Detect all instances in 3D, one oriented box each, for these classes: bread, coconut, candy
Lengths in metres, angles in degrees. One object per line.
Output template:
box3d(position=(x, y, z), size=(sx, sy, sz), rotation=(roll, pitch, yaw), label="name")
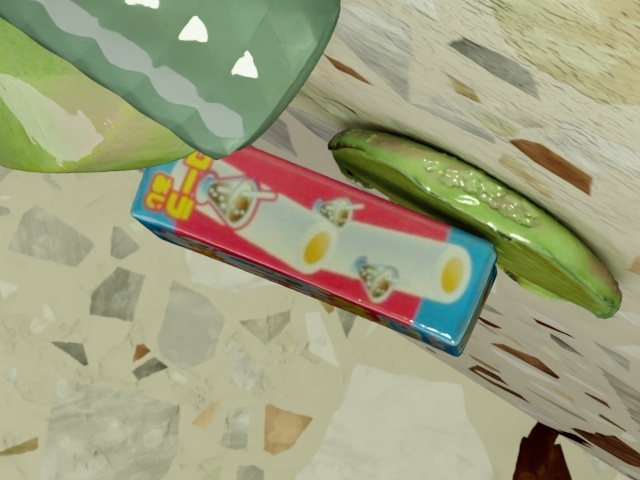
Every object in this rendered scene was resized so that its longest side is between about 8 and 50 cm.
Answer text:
box3d(position=(0.139, -0.018, 1.563), size=(0.301, 0.045, 0.301), rotation=(32, 175, 3), label="bread")
box3d(position=(-0.173, -0.147, 1.267), size=(0.236, 0.236, 0.204), rotation=(33, 132, -27), label="coconut")
box3d(position=(0.000, 0.001, 1.541), size=(0.306, 0.100, 0.157), rotation=(21, 174, 7), label="candy")

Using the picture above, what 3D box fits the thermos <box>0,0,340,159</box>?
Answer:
box3d(position=(-0.137, -0.184, 1.090), size=(0.286, 0.145, 0.182), rotation=(34, -176, -15), label="thermos")
